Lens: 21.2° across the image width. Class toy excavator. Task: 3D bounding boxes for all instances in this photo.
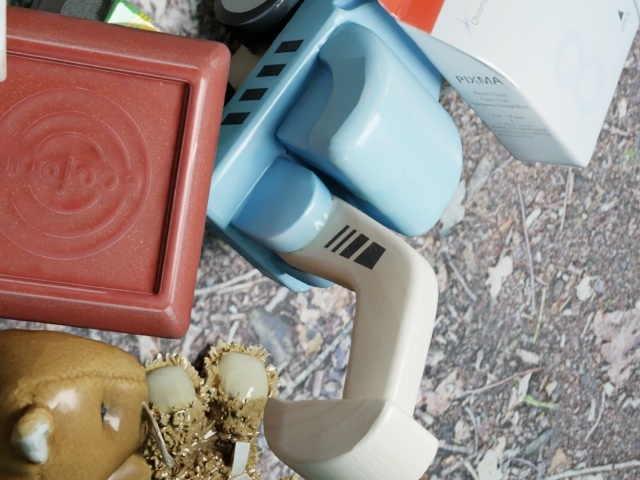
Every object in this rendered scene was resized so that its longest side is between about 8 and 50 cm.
[{"bbox_3d":[0.015,-0.028,1.522,0.433,0.445,0.222,-54,130,-9],"label":"toy excavator"}]

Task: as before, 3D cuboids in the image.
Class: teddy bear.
[{"bbox_3d":[-0.122,0.267,1.754,0.245,0.113,0.338,-31,115,-36],"label":"teddy bear"}]

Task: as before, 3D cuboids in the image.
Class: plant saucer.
[{"bbox_3d":[-0.212,-0.056,1.408,0.258,0.048,0.259,8,94,-16],"label":"plant saucer"}]

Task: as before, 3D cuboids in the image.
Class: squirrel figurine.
[{"bbox_3d":[-0.295,0.257,1.454,0.397,0.281,0.370,-11,127,-24],"label":"squirrel figurine"}]

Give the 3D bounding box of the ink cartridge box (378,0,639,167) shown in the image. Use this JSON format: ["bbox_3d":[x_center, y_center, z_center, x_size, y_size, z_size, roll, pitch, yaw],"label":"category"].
[{"bbox_3d":[0.186,-0.295,1.590,0.385,0.091,0.308,44,63,-46],"label":"ink cartridge box"}]

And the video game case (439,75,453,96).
[{"bbox_3d":[0.158,-0.265,1.766,0.227,0.026,0.206,-30,133,1],"label":"video game case"}]

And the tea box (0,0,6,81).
[{"bbox_3d":[-0.432,-0.229,1.167,0.329,0.323,0.220,-10,111,-36],"label":"tea box"}]

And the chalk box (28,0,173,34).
[{"bbox_3d":[-0.216,-0.105,1.516,0.132,0.132,0.213,31,85,-41],"label":"chalk box"}]
